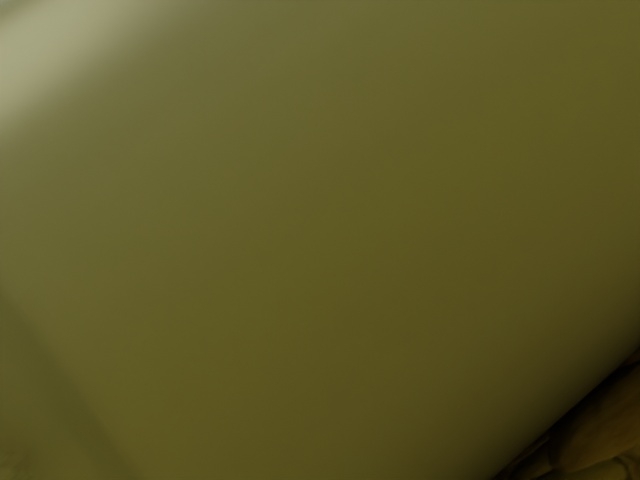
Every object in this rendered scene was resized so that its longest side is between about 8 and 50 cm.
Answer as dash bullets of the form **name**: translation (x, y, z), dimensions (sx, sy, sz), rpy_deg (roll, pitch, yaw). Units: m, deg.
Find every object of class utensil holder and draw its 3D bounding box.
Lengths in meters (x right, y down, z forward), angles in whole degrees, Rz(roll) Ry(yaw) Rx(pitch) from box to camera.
- **utensil holder**: translation (-0.005, -0.020, 0.570), dimensions (0.385, 0.327, 0.327), rpy_deg (-36, 4, -18)
